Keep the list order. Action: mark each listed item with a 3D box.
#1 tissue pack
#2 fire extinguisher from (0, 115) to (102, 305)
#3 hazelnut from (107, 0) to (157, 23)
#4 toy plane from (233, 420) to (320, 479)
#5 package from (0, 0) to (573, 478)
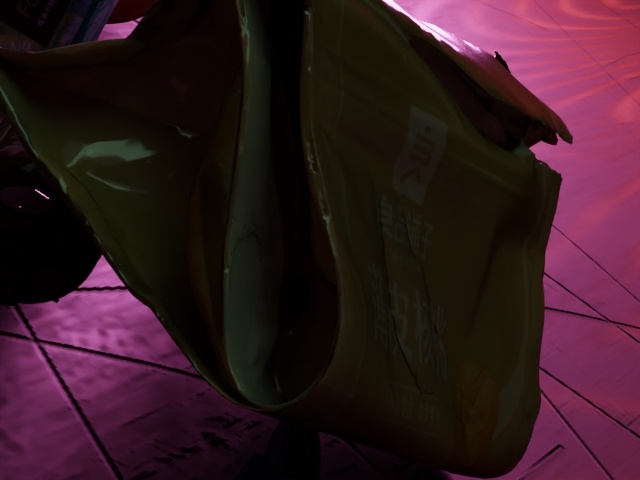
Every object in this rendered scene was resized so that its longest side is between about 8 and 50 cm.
[{"bbox_3d":[-0.154,-0.150,1.065,0.079,0.111,0.085,30,22,-3],"label":"tissue pack"},{"bbox_3d":[-0.147,-0.018,0.879,0.106,0.075,0.252,2,24,6],"label":"fire extinguisher"},{"bbox_3d":[-0.145,-0.203,1.180,0.150,0.150,0.150,27,24,-13],"label":"hazelnut"},{"bbox_3d":[-0.025,0.129,0.725,0.169,0.078,0.246,29,17,-9],"label":"toy plane"},{"bbox_3d":[0.021,-0.026,0.837,0.221,0.165,0.311,49,8,24],"label":"package"}]
